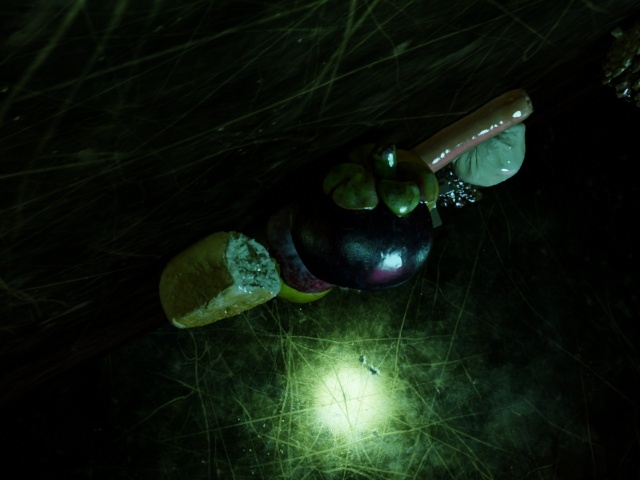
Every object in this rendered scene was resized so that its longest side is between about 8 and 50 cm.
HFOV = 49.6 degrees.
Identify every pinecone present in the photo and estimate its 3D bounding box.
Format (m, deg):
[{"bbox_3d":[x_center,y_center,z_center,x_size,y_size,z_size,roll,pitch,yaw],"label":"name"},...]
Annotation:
[{"bbox_3d":[0.805,-0.427,1.670,0.243,0.257,0.243,-29,-167,7],"label":"pinecone"},{"bbox_3d":[0.456,-0.215,2.305,0.201,0.229,0.202,74,33,-56],"label":"pinecone"}]

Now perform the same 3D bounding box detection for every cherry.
[{"bbox_3d":[0.000,0.000,1.636,0.300,0.230,0.203,-23,178,13],"label":"cherry"}]

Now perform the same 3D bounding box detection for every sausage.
[{"bbox_3d":[0.354,-0.259,1.807,0.419,0.094,0.094,-31,-174,19],"label":"sausage"}]

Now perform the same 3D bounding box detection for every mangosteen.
[{"bbox_3d":[0.080,-0.049,1.398,0.300,0.300,0.300,-28,177,-2],"label":"mangosteen"}]

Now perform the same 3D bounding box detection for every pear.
[{"bbox_3d":[-0.059,0.099,2.536,0.321,0.269,0.269,-15,176,-3],"label":"pear"}]

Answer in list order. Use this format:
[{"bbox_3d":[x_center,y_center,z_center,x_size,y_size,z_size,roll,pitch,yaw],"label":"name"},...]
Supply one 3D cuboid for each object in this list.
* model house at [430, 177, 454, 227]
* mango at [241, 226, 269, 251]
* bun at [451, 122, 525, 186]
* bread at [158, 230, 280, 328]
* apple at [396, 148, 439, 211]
[{"bbox_3d":[0.298,-0.131,2.178,0.243,0.211,0.204,-21,-177,10],"label":"model house"},{"bbox_3d":[-0.194,0.021,1.760,0.191,0.085,0.122,-18,-174,-6],"label":"mango"},{"bbox_3d":[0.446,-0.261,1.894,0.231,0.231,0.133,-31,139,34],"label":"bun"},{"bbox_3d":[-0.218,0.073,1.516,0.246,0.176,0.195,-27,166,25],"label":"bread"},{"bbox_3d":[0.170,-0.123,1.716,0.237,0.207,0.237,-40,165,-13],"label":"apple"}]
